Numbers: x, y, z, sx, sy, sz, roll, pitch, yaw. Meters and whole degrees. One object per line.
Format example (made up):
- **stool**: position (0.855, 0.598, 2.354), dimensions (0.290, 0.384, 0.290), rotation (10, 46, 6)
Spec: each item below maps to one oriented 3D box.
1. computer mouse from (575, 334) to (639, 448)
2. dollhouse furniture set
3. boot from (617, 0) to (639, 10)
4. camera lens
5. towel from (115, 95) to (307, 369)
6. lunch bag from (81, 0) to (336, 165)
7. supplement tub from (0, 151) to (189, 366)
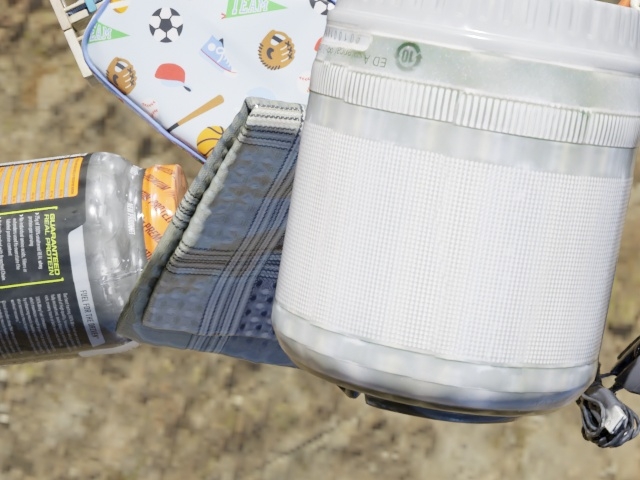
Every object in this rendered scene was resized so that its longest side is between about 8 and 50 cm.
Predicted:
- **computer mouse**: position (0.371, 0.106, 1.660), dimensions (0.188, 0.272, 0.072), rotation (-106, 174, -75)
- **dollhouse furniture set**: position (-0.247, -0.277, 1.921), dimensions (0.183, 0.129, 0.129), rotation (65, 0, -86)
- **boot**: position (0.304, -0.218, 1.390), dimensions (0.158, 0.059, 0.084), rotation (-44, 171, -19)
- **camera lens**: position (0.091, -0.030, 1.087), dimensions (0.219, 0.219, 0.274), rotation (-1, 103, -50)
- **towel**: position (0.009, 0.015, 1.512), dimensions (0.312, 0.324, 0.056), rotation (9, 45, -27)
- **lunch bag**: position (-0.072, -0.195, 1.683), dimensions (0.243, 0.303, 0.115), rotation (-54, 174, 12)
- **supplement tub**: position (-0.299, 0.022, 1.672), dimensions (0.207, 0.338, 0.207), rotation (-6, 90, -87)
